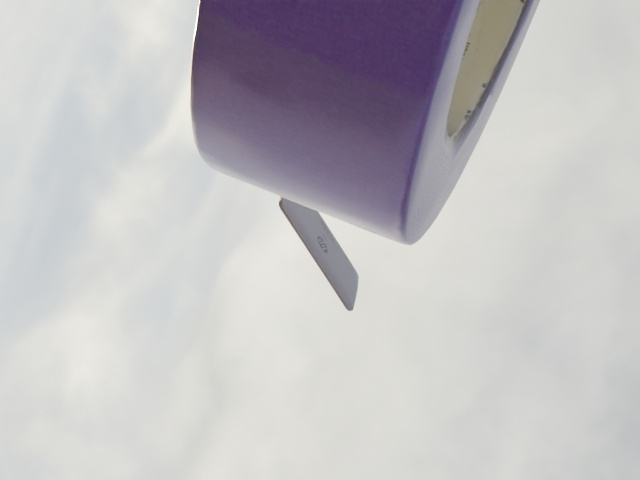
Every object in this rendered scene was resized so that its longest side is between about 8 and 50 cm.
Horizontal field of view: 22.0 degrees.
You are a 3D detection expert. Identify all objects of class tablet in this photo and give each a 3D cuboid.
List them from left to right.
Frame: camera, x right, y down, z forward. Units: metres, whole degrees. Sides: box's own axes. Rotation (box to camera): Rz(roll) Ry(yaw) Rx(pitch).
[{"bbox_3d":[0.000,0.000,1.012,0.006,0.083,0.054,-28,-162,17],"label":"tablet"}]

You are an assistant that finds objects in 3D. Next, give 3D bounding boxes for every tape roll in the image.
[{"bbox_3d":[0.046,-0.140,0.652,0.275,0.090,0.274,23,90,-82],"label":"tape roll"}]
